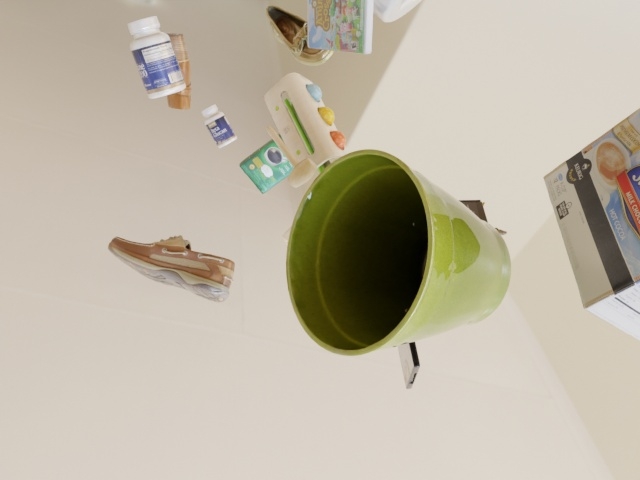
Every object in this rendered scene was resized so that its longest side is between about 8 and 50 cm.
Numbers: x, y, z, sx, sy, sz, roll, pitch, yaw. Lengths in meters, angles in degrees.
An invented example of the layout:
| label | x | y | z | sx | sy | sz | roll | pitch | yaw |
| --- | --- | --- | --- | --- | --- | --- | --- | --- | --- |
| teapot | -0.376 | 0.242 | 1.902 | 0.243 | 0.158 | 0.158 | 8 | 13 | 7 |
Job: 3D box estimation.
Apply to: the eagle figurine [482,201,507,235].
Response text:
| label | x | y | z | sx | sy | sz | roll | pitch | yaw |
| --- | --- | --- | --- | --- | --- | --- | --- | --- | --- |
| eagle figurine | 0.527 | -0.042 | 1.987 | 0.226 | 0.225 | 0.298 | 59 | 168 | -15 |

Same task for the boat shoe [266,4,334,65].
| label | x | y | z | sx | sy | sz | roll | pitch | yaw |
| --- | --- | --- | --- | --- | --- | --- | --- | --- | --- |
| boat shoe | -0.072 | -0.618 | 1.658 | 0.285 | 0.104 | 0.089 | 41 | 178 | 33 |

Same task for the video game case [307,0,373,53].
| label | x | y | z | sx | sy | sz | roll | pitch | yaw |
| --- | --- | --- | --- | --- | --- | --- | --- | --- | --- |
| video game case | 0.037 | -0.506 | 1.145 | 0.023 | 0.212 | 0.193 | -18 | -150 | -35 |

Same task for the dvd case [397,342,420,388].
| label | x | y | z | sx | sy | sz | roll | pitch | yaw |
| --- | --- | --- | --- | --- | --- | --- | --- | --- | --- |
| dvd case | 0.272 | 0.346 | 1.729 | 0.022 | 0.253 | 0.180 | -7 | -120 | -1 |

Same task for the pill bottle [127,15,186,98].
| label | x | y | z | sx | sy | sz | roll | pitch | yaw |
| --- | --- | --- | --- | --- | --- | --- | --- | --- | --- |
| pill bottle | -0.272 | -0.301 | 0.908 | 0.067 | 0.120 | 0.067 | -13 | -158 | 6 |

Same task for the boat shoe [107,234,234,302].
| label | x | y | z | sx | sy | sz | roll | pitch | yaw |
| --- | --- | --- | --- | --- | --- | --- | --- | --- | --- |
| boat shoe | -0.362 | 0.049 | 1.368 | 0.324 | 0.123 | 0.116 | 20 | -108 | 3 |

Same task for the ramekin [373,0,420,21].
| label | x | y | z | sx | sy | sz | roll | pitch | yaw |
| --- | --- | --- | --- | --- | --- | --- | --- | --- | --- |
| ramekin | 0.195 | -0.628 | 1.239 | 0.135 | 0.277 | 0.277 | 49 | -146 | -1 |

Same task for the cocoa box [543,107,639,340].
| label | x | y | z | sx | sy | sz | roll | pitch | yaw |
| --- | --- | --- | --- | --- | --- | --- | --- | --- | --- |
| cocoa box | 0.611 | -0.022 | 1.019 | 0.231 | 0.228 | 0.347 | 26 | -136 | -22 |

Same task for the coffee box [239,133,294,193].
| label | x | y | z | sx | sy | sz | roll | pitch | yaw |
| --- | --- | --- | --- | --- | --- | --- | --- | --- | --- |
| coffee box | -0.130 | -0.232 | 1.603 | 0.113 | 0.184 | 0.040 | 50 | -169 | -22 |

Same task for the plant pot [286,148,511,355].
| label | x | y | z | sx | sy | sz | roll | pitch | yaw |
| --- | --- | --- | --- | --- | --- | --- | --- | --- | --- |
| plant pot | 0.183 | 0.044 | 1.086 | 0.353 | 0.366 | 0.366 | 11 | -144 | -40 |

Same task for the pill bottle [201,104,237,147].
| label | x | y | z | sx | sy | sz | roll | pitch | yaw |
| --- | --- | --- | --- | --- | --- | --- | --- | --- | --- |
| pill bottle | -0.437 | -0.489 | 2.354 | 0.169 | 0.094 | 0.094 | 61 | -150 | -14 |

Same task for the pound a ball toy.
| label | x | y | z | sx | sy | sz | roll | pitch | yaw |
| --- | --- | --- | --- | --- | --- | --- | --- | --- | --- |
| pound a ball toy | -0.032 | -0.283 | 1.407 | 0.208 | 0.135 | 0.319 | 11 | -130 | -58 |

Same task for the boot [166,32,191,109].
| label | x | y | z | sx | sy | sz | roll | pitch | yaw |
| --- | --- | --- | --- | --- | --- | --- | --- | --- | --- |
| boot | -0.459 | -0.530 | 1.724 | 0.109 | 0.220 | 0.283 | -14 | -154 | -26 |

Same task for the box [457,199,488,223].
| label | x | y | z | sx | sy | sz | roll | pitch | yaw |
| --- | --- | --- | --- | --- | --- | --- | --- | --- | --- |
| box | 0.300 | -0.003 | 1.470 | 0.293 | 0.073 | 0.295 | 1 | -143 | 6 |

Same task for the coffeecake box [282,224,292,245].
| label | x | y | z | sx | sy | sz | roll | pitch | yaw |
| --- | --- | --- | --- | --- | --- | --- | --- | --- | --- |
| coffeecake box | 0.000 | 0.000 | 1.692 | 0.185 | 0.068 | 0.142 | 38 | -104 | 15 |
